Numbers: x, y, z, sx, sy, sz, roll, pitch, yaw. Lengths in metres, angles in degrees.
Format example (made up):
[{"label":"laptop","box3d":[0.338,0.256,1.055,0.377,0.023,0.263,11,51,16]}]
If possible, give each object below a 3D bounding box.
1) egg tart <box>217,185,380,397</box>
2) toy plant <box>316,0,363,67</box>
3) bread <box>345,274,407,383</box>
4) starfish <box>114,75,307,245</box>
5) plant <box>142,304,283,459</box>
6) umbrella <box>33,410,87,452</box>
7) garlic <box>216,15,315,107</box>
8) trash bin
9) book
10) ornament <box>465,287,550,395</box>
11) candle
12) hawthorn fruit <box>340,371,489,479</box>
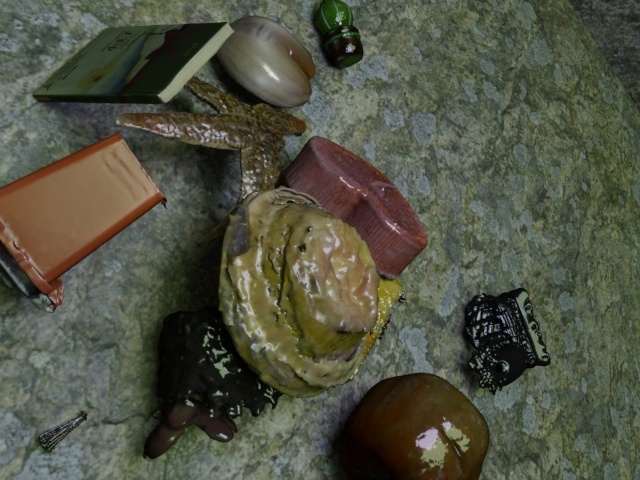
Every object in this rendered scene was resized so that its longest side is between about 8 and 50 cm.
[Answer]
[{"label":"egg tart","box3d":[-0.009,0.067,0.872,0.352,0.150,0.352,25,56,-43]},{"label":"toy plant","box3d":[0.042,-0.500,1.310,0.093,0.093,0.162,-17,85,-40]},{"label":"bread","box3d":[0.038,0.148,1.082,0.147,0.160,0.260,45,60,-12]},{"label":"starfish","box3d":[-0.171,-0.187,0.992,0.384,0.132,0.398,26,49,-28]},{"label":"plant","box3d":[-0.166,0.216,0.885,0.204,0.178,0.234,5,76,-41]},{"label":"umbrella","box3d":[-0.378,0.281,0.805,0.083,0.020,0.031,-38,102,-44]},{"label":"garlic","box3d":[-0.105,-0.376,1.125,0.228,0.110,0.217,21,46,-25]},{"label":"trash bin","box3d":[-0.347,-0.030,0.788,0.238,0.161,0.184,-34,101,-17]},{"label":"book","box3d":[-0.298,-0.282,0.875,0.201,0.289,0.026,-62,146,-32]},{"label":"ornament","box3d":[0.449,0.256,1.419,0.260,0.106,0.251,-7,75,-30]},{"label":"candle","box3d":[0.095,-0.086,1.134,0.317,0.131,0.287,45,22,4]},{"label":"hawthorn fruit","box3d":[0.161,0.408,1.038,0.301,0.268,0.268,-33,99,-30]}]
